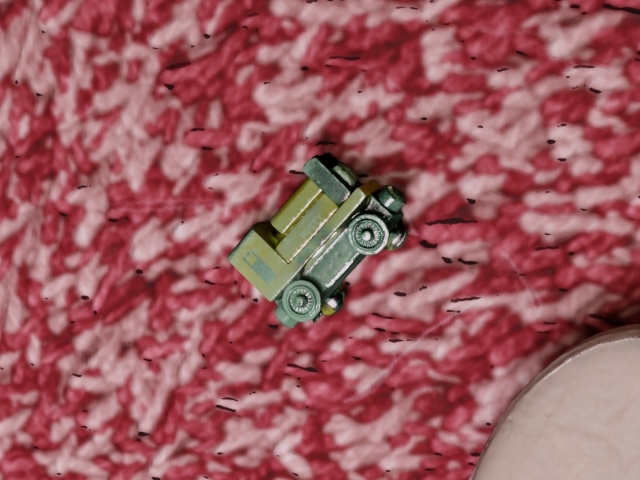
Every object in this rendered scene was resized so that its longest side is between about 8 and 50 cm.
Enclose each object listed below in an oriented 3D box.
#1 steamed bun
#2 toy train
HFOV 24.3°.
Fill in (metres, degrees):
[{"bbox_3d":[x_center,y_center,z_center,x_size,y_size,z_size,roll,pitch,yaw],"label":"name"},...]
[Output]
[{"bbox_3d":[0.191,0.163,0.922,0.177,0.131,0.228,44,102,30],"label":"steamed bun"},{"bbox_3d":[0.000,0.000,0.971,0.081,0.050,0.122,44,109,9],"label":"toy train"}]
